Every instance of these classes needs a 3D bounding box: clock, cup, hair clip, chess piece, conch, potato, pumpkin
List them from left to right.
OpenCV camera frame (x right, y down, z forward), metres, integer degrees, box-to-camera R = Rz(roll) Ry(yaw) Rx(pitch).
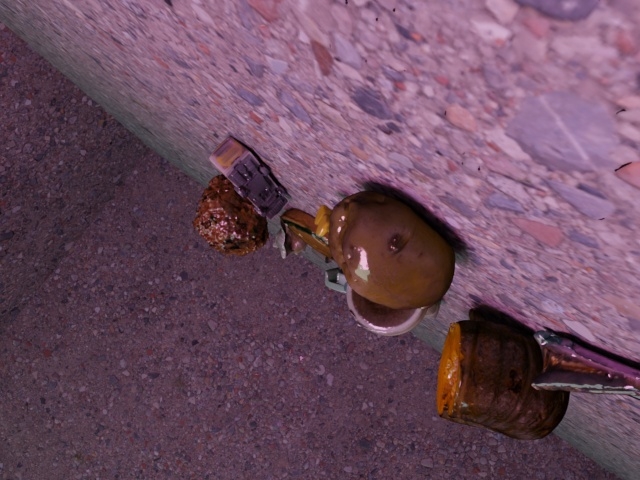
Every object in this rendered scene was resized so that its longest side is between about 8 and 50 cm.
[{"bbox_3d":[-0.124,0.001,1.582,0.114,0.137,0.234,13,174,36],"label":"conch"},{"bbox_3d":[0.017,0.040,1.626,0.083,0.075,0.054,35,138,35],"label":"cup"},{"bbox_3d":[0.119,0.127,1.365,0.148,0.060,0.189,-7,-167,-39],"label":"clock"},{"bbox_3d":[0.100,0.019,0.597,0.200,0.137,0.154,40,-161,-24],"label":"potato"},{"bbox_3d":[0.179,0.130,0.980,0.176,0.175,0.298,33,-177,24],"label":"chess piece"},{"bbox_3d":[0.357,0.257,0.837,0.232,0.242,0.325,5,163,9],"label":"pumpkin"},{"bbox_3d":[0.425,0.196,0.522,0.359,0.096,0.110,-1,109,66],"label":"hair clip"}]

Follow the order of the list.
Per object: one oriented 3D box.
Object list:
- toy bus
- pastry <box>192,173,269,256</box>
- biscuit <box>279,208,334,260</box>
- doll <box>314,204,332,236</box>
[{"bbox_3d":[-0.164,-0.141,1.024,0.106,0.092,0.268,43,177,22],"label":"toy bus"},{"bbox_3d":[-0.252,-0.074,1.293,0.193,0.274,0.275,15,160,50],"label":"pastry"},{"bbox_3d":[-0.001,0.002,1.343,0.287,0.057,0.344,38,174,-17],"label":"biscuit"},{"bbox_3d":[0.097,0.017,0.758,0.241,0.098,0.135,40,167,-24],"label":"doll"}]
